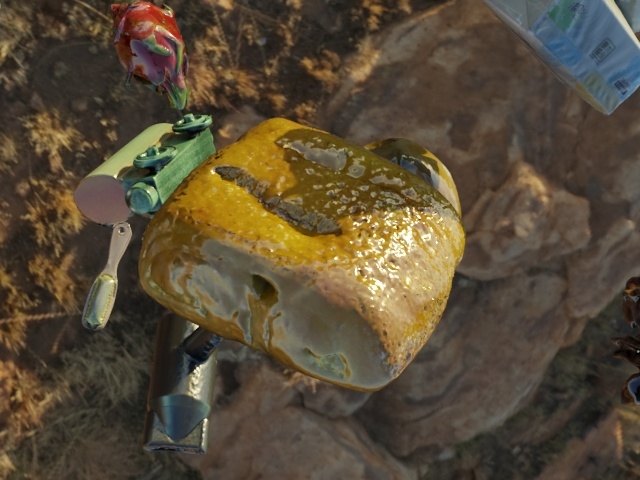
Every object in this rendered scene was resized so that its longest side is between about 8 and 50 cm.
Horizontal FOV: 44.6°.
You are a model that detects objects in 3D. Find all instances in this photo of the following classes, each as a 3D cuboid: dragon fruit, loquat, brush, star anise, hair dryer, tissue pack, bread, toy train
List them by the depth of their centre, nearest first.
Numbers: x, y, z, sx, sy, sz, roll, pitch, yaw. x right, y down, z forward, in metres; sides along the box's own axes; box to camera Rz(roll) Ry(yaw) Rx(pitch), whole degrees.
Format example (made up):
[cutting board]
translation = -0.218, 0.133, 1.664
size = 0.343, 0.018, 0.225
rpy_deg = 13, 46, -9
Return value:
[bread]
translation = 0.001, -0.006, 0.905
size = 0.337, 0.327, 0.148
rpy_deg = -47, 155, -47
[tissue pack]
translation = 0.318, -0.291, 0.976
size = 0.145, 0.159, 0.229
rpy_deg = -46, 135, 17
[star anise]
translation = 0.455, 0.144, 0.980
size = 0.129, 0.212, 0.283
rpy_deg = -12, 99, -30
[loquat]
translation = 0.115, -0.036, 1.141
size = 0.179, 0.179, 0.228
rpy_deg = -21, 97, -28
[toy train]
translation = -0.267, -0.114, 1.234
size = 0.285, 0.177, 0.116
rpy_deg = -66, 146, -60
[hair dryer]
translation = -0.195, 0.205, 1.300
size = 0.116, 0.244, 0.302
rpy_deg = 17, 139, -24
[dragon fruit]
translation = -0.420, -0.458, 1.928
size = 0.198, 0.200, 0.269
rpy_deg = -36, 136, -25
[brush]
translation = -0.573, 0.090, 2.122
size = 0.071, 0.067, 0.313
rpy_deg = 19, 71, -15
